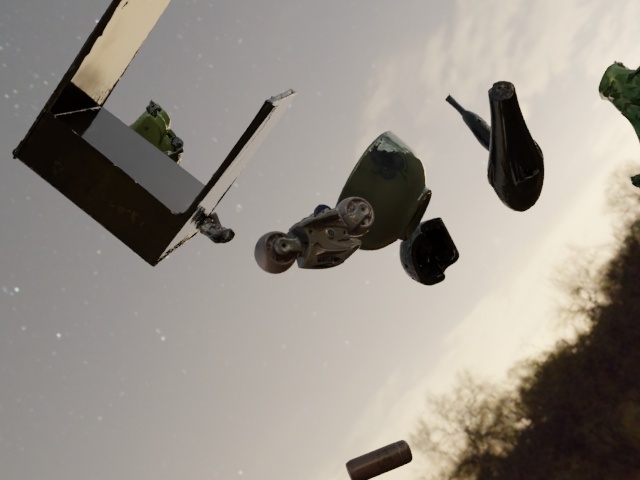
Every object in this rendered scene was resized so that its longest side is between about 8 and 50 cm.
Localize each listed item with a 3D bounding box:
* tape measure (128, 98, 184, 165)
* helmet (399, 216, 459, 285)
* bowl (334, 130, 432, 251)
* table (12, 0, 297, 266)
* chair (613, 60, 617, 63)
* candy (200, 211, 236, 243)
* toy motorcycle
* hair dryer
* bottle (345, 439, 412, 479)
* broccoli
[{"bbox_3d":[-0.438,-0.230,1.969,0.200,0.175,0.106,-31,23,28],"label":"tape measure"},{"bbox_3d":[0.258,0.028,1.975,0.177,0.107,0.153,-45,-60,-29],"label":"helmet"},{"bbox_3d":[0.155,-0.086,1.729,0.289,0.146,0.289,-53,-19,-27],"label":"bowl"},{"bbox_3d":[-0.221,-0.164,1.090,0.282,0.251,0.196,-52,1,17],"label":"table"},{"bbox_3d":[0.868,-0.379,1.663,0.401,0.226,0.226,-25,-13,21],"label":"chair"},{"bbox_3d":[-0.257,-0.046,1.363,0.094,0.226,0.051,-124,55,-81],"label":"candy"},{"bbox_3d":[0.000,0.000,1.353,0.254,0.112,0.112,-26,-33,-35],"label":"toy motorcycle"},{"bbox_3d":[0.329,-0.244,1.594,0.120,0.359,0.303,-30,-49,-1],"label":"hair dryer"},{"bbox_3d":[0.125,0.471,1.651,0.140,0.053,0.053,-19,-30,-9],"label":"bottle"},{"bbox_3d":[0.587,-0.224,1.289,0.254,0.269,0.269,-19,-38,-36],"label":"broccoli"}]
